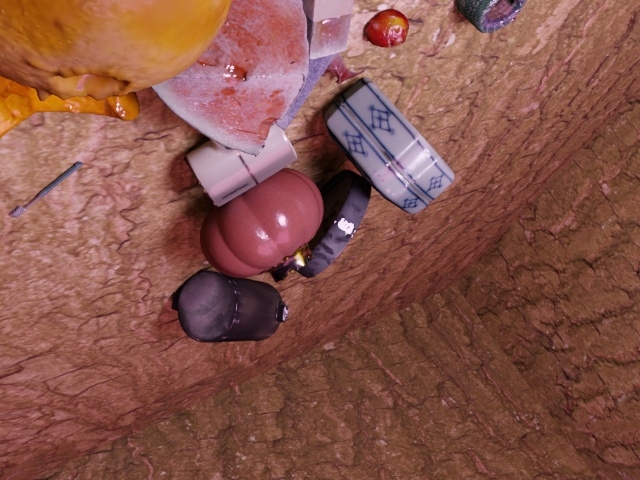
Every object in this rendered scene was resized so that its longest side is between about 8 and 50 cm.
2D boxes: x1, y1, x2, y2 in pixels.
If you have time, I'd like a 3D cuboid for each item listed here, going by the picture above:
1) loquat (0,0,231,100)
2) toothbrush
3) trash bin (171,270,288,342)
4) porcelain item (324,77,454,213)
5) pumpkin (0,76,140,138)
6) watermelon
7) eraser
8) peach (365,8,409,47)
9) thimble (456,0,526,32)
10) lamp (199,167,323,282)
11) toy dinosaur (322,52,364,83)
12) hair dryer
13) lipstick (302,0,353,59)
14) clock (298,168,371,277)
[{"bbox_3d":[-0.236,-0.301,0.538,0.329,0.328,0.328,-28,158,-12],"label":"loquat"},{"bbox_3d":[-0.498,-0.093,1.020,0.167,0.011,0.014,-35,152,8],"label":"toothbrush"},{"bbox_3d":[-0.265,0.206,1.710,0.252,0.202,0.302,3,172,24],"label":"trash bin"},{"bbox_3d":[0.155,-0.209,1.292,0.157,0.281,0.286,-40,159,13],"label":"porcelain item"},{"bbox_3d":[-0.398,-0.242,0.732,0.259,0.095,0.290,-22,153,-14],"label":"pumpkin"},{"bbox_3d":[-0.125,-0.273,0.836,0.201,0.212,0.262,-9,166,27],"label":"watermelon"},{"bbox_3d":[-0.043,-0.312,1.015,0.212,0.046,0.092,-56,143,2],"label":"eraser"},{"bbox_3d":[0.132,-0.426,1.119,0.084,0.077,0.050,10,166,11],"label":"peach"},{"bbox_3d":[0.362,-0.510,1.188,0.135,0.090,0.118,-19,155,-32],"label":"thimble"},{"bbox_3d":[-0.123,-0.025,1.300,0.305,0.239,0.305,-35,-174,4],"label":"lamp"},{"bbox_3d":[0.006,-0.352,1.125,0.220,0.032,0.108,-3,148,-35],"label":"toy dinosaur"},{"bbox_3d":[-0.189,-0.222,1.050,0.203,0.128,0.362,-31,150,-2],"label":"hair dryer"},{"bbox_3d":[0.014,-0.447,0.803,0.080,0.076,0.371,-22,147,-24],"label":"lipstick"},{"bbox_3d":[0.016,-0.049,1.475,0.061,0.312,0.312,33,122,-18],"label":"clock"}]
